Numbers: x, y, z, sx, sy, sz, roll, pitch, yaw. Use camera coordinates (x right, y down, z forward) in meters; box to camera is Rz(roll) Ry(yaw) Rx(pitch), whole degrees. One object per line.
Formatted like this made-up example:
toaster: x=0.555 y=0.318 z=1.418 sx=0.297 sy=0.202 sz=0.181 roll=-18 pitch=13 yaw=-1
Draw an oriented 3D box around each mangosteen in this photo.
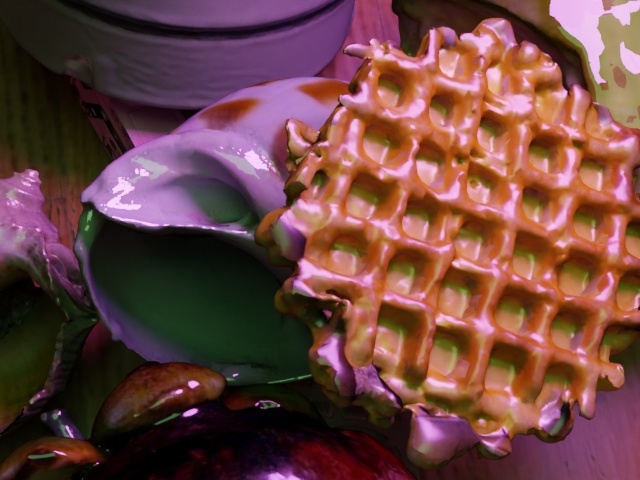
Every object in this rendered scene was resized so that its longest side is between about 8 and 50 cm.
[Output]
mangosteen: x=-0.057 y=0.229 z=0.874 sx=0.311 sy=0.311 sz=0.311 roll=2 pitch=66 yaw=-4

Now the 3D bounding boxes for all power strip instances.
power strip: x=-0.117 y=-0.287 z=1.175 sx=0.357 sy=0.161 sz=0.357 roll=6 pitch=46 yaw=-6

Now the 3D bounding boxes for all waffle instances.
waffle: x=0.098 y=0.000 z=0.924 sx=0.329 sy=0.062 sz=0.329 roll=4 pitch=77 yaw=-19

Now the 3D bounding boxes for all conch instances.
conch: x=-0.001 y=0.000 z=1.048 sx=0.368 sy=0.197 sz=0.249 roll=23 pitch=103 yaw=-11
conch: x=-0.258 y=0.064 z=1.063 sx=0.163 sy=0.178 sz=0.245 roll=23 pitch=93 yaw=-35

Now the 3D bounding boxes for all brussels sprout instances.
brussels sprout: x=0.247 y=-0.152 z=1.130 sx=0.315 sy=0.276 sz=0.371 roll=-24 pitch=71 yaw=-11

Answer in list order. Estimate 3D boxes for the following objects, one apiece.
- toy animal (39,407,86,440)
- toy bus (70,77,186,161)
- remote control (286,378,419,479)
toy animal: x=-0.176 y=0.200 z=1.044 sx=0.269 sy=0.082 sz=0.137 roll=-24 pitch=69 yaw=-15
toy bus: x=-0.151 y=-0.090 z=1.172 sx=0.063 sy=0.090 sz=0.203 roll=-22 pitch=69 yaw=-25
remote control: x=0.022 y=0.171 z=1.093 sx=0.109 sy=0.055 sz=0.313 roll=5 pitch=61 yaw=-8
